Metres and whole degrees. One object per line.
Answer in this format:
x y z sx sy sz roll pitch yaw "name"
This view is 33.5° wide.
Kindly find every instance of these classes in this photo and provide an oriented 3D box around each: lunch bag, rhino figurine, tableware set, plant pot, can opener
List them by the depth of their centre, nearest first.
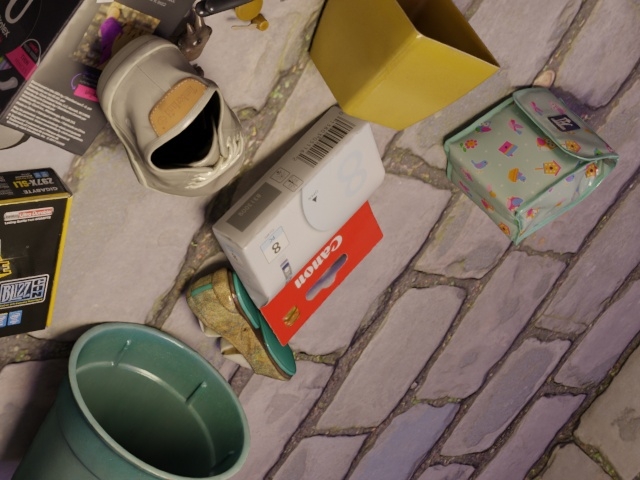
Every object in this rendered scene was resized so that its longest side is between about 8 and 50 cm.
-0.097 -0.351 1.482 0.186 0.059 0.073 -33 100 -27 "can opener"
-0.210 -0.222 1.536 0.106 0.073 0.243 -8 130 -40 "rhino figurine"
-0.077 -0.376 1.545 0.104 0.024 0.154 -10 131 -40 "tableware set"
0.111 -0.295 1.654 0.212 0.212 0.187 9 133 -46 "plant pot"
-0.349 0.376 1.815 0.341 0.341 0.334 9 128 -46 "plant pot"
0.402 -0.158 2.014 0.262 0.223 0.160 -35 150 -10 "lunch bag"

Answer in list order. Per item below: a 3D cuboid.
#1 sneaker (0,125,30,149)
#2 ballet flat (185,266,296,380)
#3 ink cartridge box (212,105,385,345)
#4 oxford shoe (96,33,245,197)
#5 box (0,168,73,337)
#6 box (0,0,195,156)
-0.481 -0.155 1.333 0.271 0.108 0.100 12 117 -48 "sneaker"
-0.149 0.166 1.953 0.123 0.123 0.348 -37 143 -6 "ballet flat"
0.000 0.000 1.868 0.308 0.091 0.385 -47 143 -17 "ink cartridge box"
-0.172 -0.129 1.430 0.169 0.130 0.449 -49 167 -6 "oxford shoe"
-0.530 0.036 1.503 0.322 0.079 0.257 -9 134 -36 "box"
-0.306 -0.269 1.324 0.270 0.165 0.143 -51 143 11 "box"
